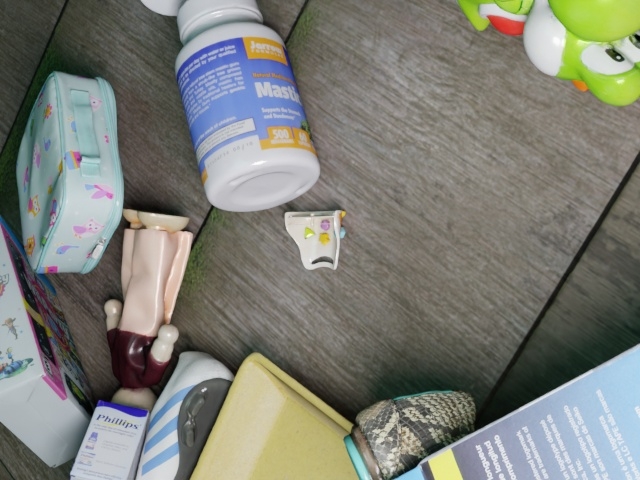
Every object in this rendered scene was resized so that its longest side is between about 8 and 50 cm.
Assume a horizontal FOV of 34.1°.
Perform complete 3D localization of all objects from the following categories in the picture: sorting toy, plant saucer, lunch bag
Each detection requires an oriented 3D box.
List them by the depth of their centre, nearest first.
[{"bbox_3d":[-0.018,0.353,1.259,0.333,0.081,0.332,33,105,35],"label":"plant saucer"},{"bbox_3d":[0.000,0.000,1.326,0.083,0.045,0.075,0,91,38],"label":"sorting toy"},{"bbox_3d":[-0.366,-0.098,1.543,0.224,0.108,0.279,-49,45,43],"label":"lunch bag"}]

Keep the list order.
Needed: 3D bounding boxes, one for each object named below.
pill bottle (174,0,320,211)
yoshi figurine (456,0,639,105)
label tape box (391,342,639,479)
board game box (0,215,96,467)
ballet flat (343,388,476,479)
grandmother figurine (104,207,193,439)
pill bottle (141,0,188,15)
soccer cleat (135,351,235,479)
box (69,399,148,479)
[{"bbox_3d":[-0.104,-0.187,1.361,0.152,0.152,0.272,-28,67,33],"label":"pill bottle"},{"bbox_3d":[0.229,-0.299,1.088,0.203,0.203,0.362,-49,60,15],"label":"yoshi figurine"},{"bbox_3d":[0.233,0.254,0.863,0.348,0.115,0.249,-37,62,31],"label":"label tape box"},{"bbox_3d":[-0.428,0.143,1.501,0.097,0.224,0.303,-27,54,-5],"label":"board game box"},{"bbox_3d":[0.171,0.378,1.041,0.182,0.164,0.482,-17,92,-4],"label":"ballet flat"},{"bbox_3d":[-0.250,0.131,1.477,0.208,0.104,0.342,-168,85,-67],"label":"grandmother figurine"},{"bbox_3d":[-0.245,-0.505,1.486,0.204,0.204,0.361,-43,60,26],"label":"pill bottle"},{"bbox_3d":[-0.190,0.304,1.406,0.143,0.116,0.331,44,116,59],"label":"soccer cleat"},{"bbox_3d":[-0.282,0.307,1.383,0.137,0.072,0.126,-79,2,-55],"label":"box"}]
